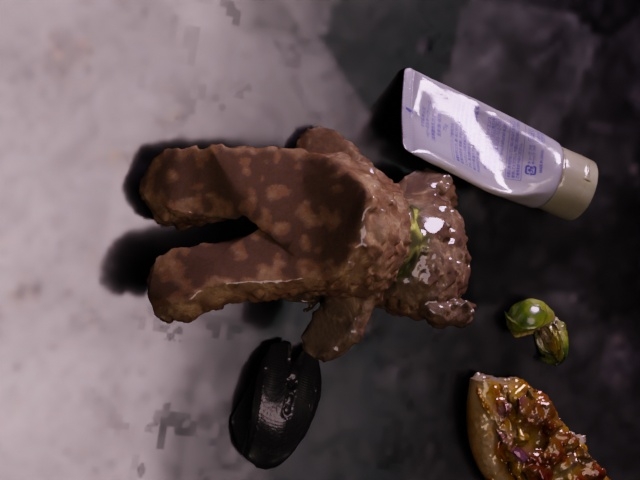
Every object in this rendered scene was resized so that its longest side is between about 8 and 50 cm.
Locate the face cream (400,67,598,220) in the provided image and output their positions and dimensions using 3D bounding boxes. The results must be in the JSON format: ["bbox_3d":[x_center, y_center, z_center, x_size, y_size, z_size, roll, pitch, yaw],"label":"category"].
[{"bbox_3d":[0.177,-0.094,1.884,0.224,0.070,0.114,22,47,-21],"label":"face cream"}]

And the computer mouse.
[{"bbox_3d":[-0.040,0.168,1.845,0.079,0.047,0.135,19,87,-23],"label":"computer mouse"}]

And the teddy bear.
[{"bbox_3d":[-0.009,0.002,1.796,0.296,0.222,0.246,-9,67,10],"label":"teddy bear"}]

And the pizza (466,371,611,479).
[{"bbox_3d":[0.236,0.235,1.953,0.127,0.058,0.246,-36,110,-14],"label":"pizza"}]

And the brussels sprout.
[{"bbox_3d":[0.234,0.094,1.947,0.083,0.046,0.051,41,77,-30],"label":"brussels sprout"}]
